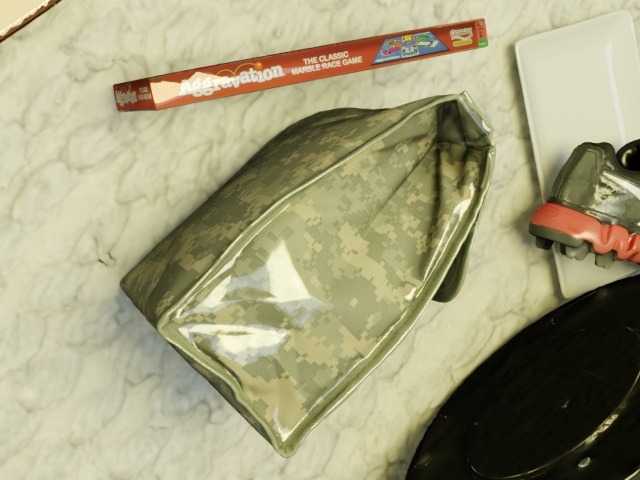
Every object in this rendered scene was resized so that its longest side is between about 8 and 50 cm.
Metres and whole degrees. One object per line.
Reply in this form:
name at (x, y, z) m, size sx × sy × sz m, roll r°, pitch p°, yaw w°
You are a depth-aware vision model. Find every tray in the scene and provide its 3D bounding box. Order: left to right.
tray at (0.276, -0.088, 1.004) m, size 0.145 × 0.030 × 0.270 m, roll -19°, pitch 105°, yaw -18°

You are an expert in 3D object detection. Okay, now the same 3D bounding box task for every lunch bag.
lunch bag at (0.000, 0.000, 0.790) m, size 0.287 × 0.235 × 0.169 m, roll -46°, pitch 106°, yaw -10°

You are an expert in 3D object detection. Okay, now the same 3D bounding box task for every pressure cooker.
pressure cooker at (0.325, 0.285, 0.878) m, size 0.375 × 0.370 × 0.420 m, roll -36°, pitch 101°, yaw 27°

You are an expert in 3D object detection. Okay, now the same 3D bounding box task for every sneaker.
sneaker at (0.341, -0.026, 0.970) m, size 0.276 × 0.097 × 0.135 m, roll 15°, pitch 94°, yaw -23°

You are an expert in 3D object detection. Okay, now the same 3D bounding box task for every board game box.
board game box at (-0.019, -0.144, 0.810) m, size 0.281 × 0.145 × 0.027 m, roll -14°, pitch 101°, yaw -21°

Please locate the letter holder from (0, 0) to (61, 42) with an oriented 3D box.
letter holder at (-0.247, -0.270, 0.696) m, size 0.302 × 0.152 × 0.214 m, roll -43°, pitch 113°, yaw -11°
